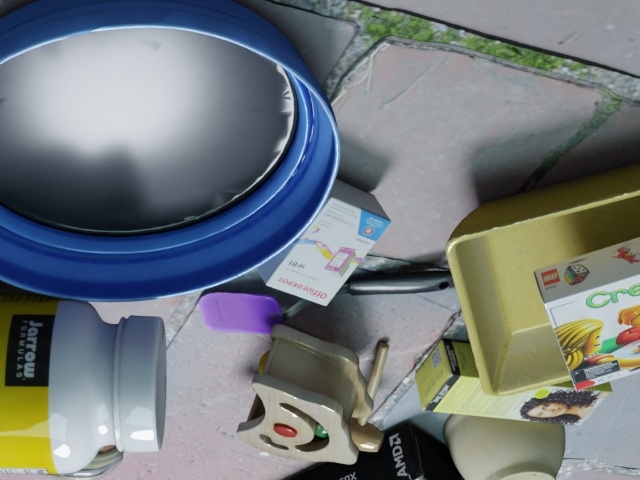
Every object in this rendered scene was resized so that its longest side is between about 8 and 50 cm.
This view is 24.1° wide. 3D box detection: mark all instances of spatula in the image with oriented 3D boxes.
[{"bbox_3d":[0.011,0.064,1.689,0.296,0.030,0.084,-11,144,0],"label":"spatula"}]

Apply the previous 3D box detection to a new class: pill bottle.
[{"bbox_3d":[-0.332,0.148,1.554,0.334,0.188,0.188,0,142,-1],"label":"pill bottle"}]

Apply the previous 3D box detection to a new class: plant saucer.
[{"bbox_3d":[0.316,0.027,1.677,0.333,0.081,0.333,-15,142,4],"label":"plant saucer"}]

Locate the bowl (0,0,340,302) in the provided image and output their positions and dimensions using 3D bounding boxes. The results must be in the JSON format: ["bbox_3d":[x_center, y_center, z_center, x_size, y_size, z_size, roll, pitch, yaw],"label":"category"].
[{"bbox_3d":[-0.179,-0.086,1.418,0.391,0.077,0.391,-7,142,-5],"label":"bowl"}]

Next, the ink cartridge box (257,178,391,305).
[{"bbox_3d":[0.000,0.000,1.554,0.088,0.052,0.122,21,116,-38],"label":"ink cartridge box"}]

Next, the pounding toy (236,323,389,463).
[{"bbox_3d":[-0.013,0.168,1.775,0.154,0.155,0.269,10,151,17],"label":"pounding toy"}]

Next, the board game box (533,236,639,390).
[{"bbox_3d":[0.400,0.056,1.626,0.305,0.053,0.193,-18,141,9],"label":"board game box"}]

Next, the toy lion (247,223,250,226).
[{"bbox_3d":[-0.038,-0.011,1.586,0.100,0.034,0.096,1,133,-18],"label":"toy lion"}]

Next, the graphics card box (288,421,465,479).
[{"bbox_3d":[0.037,0.398,2.068,0.371,0.094,0.233,-28,138,23],"label":"graphics card box"}]

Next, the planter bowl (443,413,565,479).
[{"bbox_3d":[0.250,0.283,1.962,0.162,0.109,0.162,-7,143,-5],"label":"planter bowl"}]

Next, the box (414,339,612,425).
[{"bbox_3d":[0.241,0.179,1.869,0.232,0.058,0.087,8,138,-21],"label":"box"}]

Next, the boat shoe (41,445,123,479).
[{"bbox_3d":[-0.381,0.187,1.702,0.324,0.123,0.116,8,105,-10],"label":"boat shoe"}]
